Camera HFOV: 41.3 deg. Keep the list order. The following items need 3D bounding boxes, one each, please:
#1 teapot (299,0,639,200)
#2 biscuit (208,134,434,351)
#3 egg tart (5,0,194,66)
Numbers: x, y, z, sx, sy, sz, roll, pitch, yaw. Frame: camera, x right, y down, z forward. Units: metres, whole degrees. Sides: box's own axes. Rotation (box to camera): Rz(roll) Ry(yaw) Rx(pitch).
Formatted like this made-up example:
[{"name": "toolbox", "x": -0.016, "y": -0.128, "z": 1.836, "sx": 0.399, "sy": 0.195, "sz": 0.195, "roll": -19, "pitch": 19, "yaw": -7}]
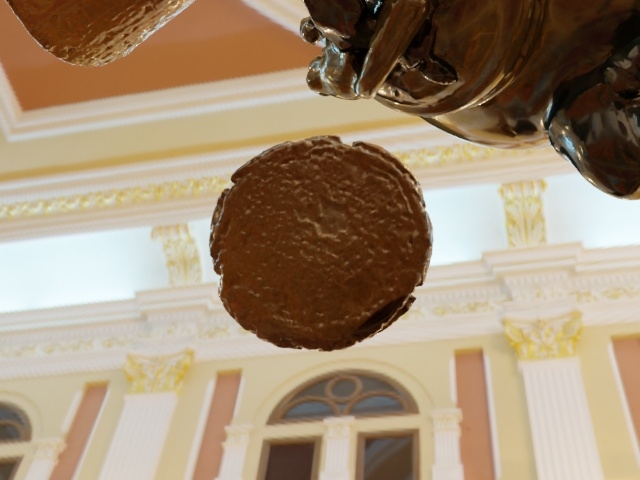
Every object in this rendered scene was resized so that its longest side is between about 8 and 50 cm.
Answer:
[{"name": "teapot", "x": 0.055, "y": -0.126, "z": 0.360, "sx": 0.269, "sy": 0.182, "sz": 0.173, "roll": 51, "pitch": -39, "yaw": 15}, {"name": "biscuit", "x": 0.000, "y": 0.000, "z": 0.818, "sx": 0.225, "sy": 0.226, "sz": 0.042, "roll": 5, "pitch": -17, "yaw": 2}, {"name": "egg tart", "x": -0.198, "y": -0.278, "z": 0.790, "sx": 0.147, "sy": 0.203, "sz": 0.203, "roll": -20, "pitch": -57, "yaw": 23}]
